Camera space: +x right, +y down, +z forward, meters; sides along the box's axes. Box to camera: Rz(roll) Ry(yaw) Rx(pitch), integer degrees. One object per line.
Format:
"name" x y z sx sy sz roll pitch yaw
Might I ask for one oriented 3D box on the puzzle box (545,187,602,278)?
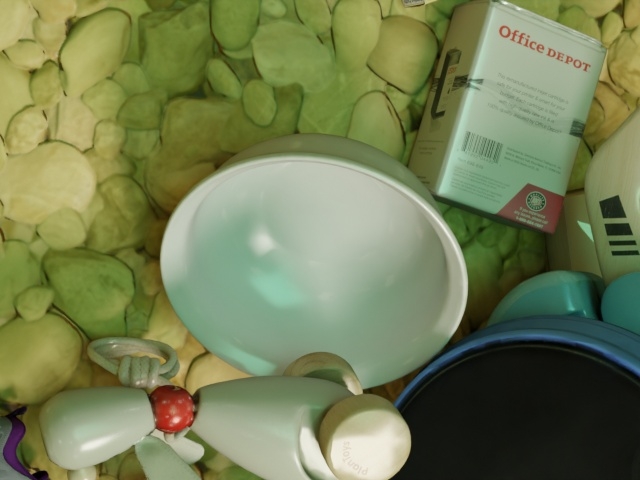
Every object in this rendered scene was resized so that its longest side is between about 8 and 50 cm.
"puzzle box" 0.408 0.123 1.632 0.272 0.052 0.408 -11 99 -23

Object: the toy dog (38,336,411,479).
"toy dog" -0.084 0.204 1.296 0.334 0.220 0.161 4 105 4

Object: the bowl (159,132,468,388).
"bowl" 0.000 0.000 1.366 0.298 0.298 0.134 39 35 -21

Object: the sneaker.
"sneaker" -0.295 0.274 1.320 0.098 0.083 0.223 -16 100 -27

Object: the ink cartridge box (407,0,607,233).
"ink cartridge box" 0.200 -0.134 1.499 0.159 0.092 0.217 18 88 -24

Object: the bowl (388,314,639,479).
"bowl" 0.216 0.268 1.319 0.077 0.391 0.391 1 94 -63

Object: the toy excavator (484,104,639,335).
"toy excavator" 0.309 0.059 1.441 0.222 0.433 0.445 0 70 -65

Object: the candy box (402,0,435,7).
"candy box" 0.118 -0.353 1.468 0.109 0.053 0.186 -23 104 -21

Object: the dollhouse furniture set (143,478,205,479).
"dollhouse furniture set" -0.157 0.366 1.336 0.212 0.161 0.242 10 98 17
